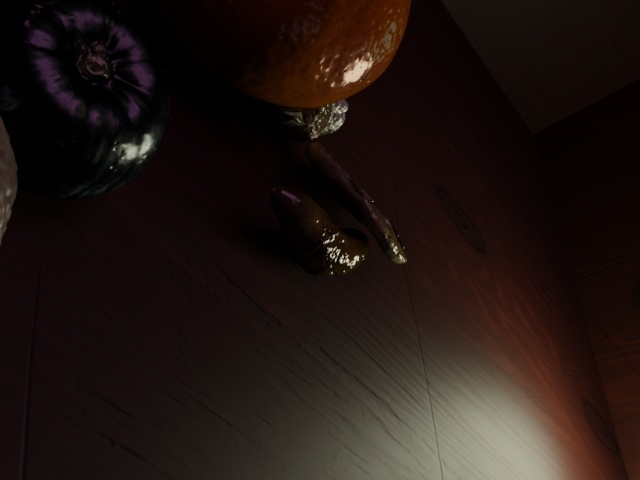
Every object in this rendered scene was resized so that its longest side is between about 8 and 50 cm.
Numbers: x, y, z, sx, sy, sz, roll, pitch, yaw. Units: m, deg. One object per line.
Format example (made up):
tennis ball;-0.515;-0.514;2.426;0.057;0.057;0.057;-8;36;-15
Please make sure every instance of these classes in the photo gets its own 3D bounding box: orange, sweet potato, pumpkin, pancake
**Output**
orange;-0.051;-0.412;1.103;0.424;0.326;0.424;23;37;-18
sweet potato;0.001;0.004;1.116;0.341;0.092;0.114;28;53;-65
pumpkin;-0.271;-0.157;0.724;0.233;0.163;0.233;26;55;-43
pancake;0.068;-0.064;1.240;0.282;0.049;0.282;50;1;-1

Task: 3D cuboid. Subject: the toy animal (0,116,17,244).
toy animal;-0.341;-0.078;0.510;0.358;0.188;0.226;62;31;-1

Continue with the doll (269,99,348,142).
doll;-0.030;-0.228;1.265;0.115;0.105;0.221;29;33;10
